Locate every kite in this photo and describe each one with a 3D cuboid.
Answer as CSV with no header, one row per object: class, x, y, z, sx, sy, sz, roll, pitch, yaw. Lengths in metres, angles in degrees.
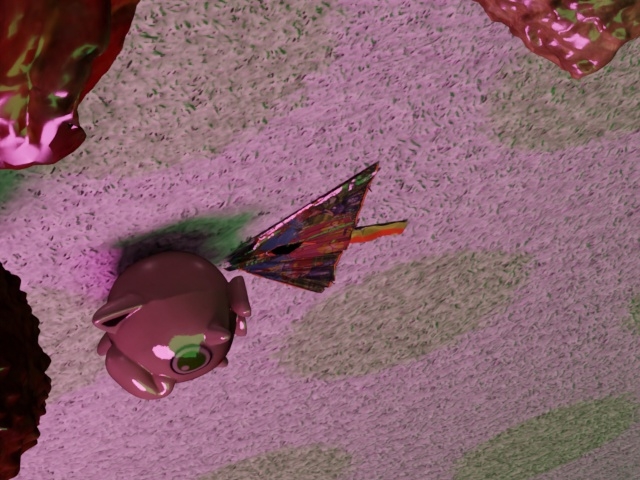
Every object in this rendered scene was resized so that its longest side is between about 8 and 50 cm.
kite,0.000,0.000,1.733,0.183,0.014,0.241,-11,152,-23

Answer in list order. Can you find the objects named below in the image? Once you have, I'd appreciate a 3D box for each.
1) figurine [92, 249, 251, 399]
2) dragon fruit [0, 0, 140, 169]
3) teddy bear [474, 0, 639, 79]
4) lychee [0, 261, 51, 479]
figurine,-0.128,0.070,1.644,0.138,0.125,0.125,-14,155,-11
dragon fruit,-0.186,-0.160,1.001,0.329,0.228,0.286,-17,154,-4
teddy bear,0.156,-0.239,1.228,0.296,0.222,0.246,-42,-158,-31
lychee,-0.334,0.100,1.371,0.276,0.275,0.304,-21,-173,0
